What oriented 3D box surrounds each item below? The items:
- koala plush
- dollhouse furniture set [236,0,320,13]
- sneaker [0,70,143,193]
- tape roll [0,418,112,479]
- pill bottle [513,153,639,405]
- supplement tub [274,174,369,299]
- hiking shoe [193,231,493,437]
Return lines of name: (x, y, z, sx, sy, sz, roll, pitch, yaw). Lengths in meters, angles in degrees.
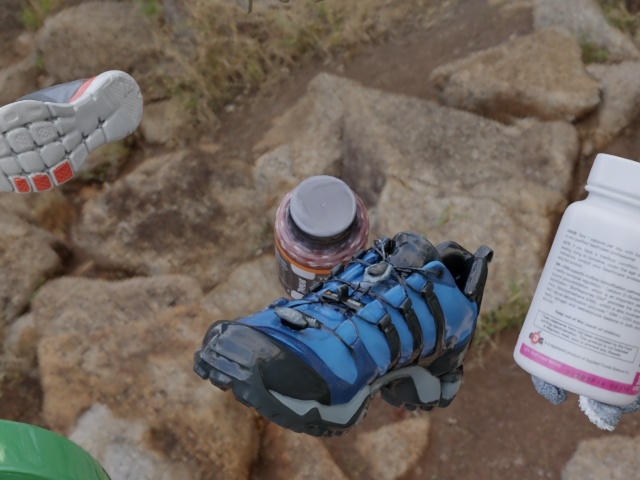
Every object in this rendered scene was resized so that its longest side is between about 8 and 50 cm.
koala plush: (0.473, 0.213, 1.675, 0.196, 0.203, 0.221, -33, 40, -2)
dollhouse furniture set: (-0.012, -0.445, 1.257, 0.262, 0.135, 0.259, -23, -39, -27)
sneaker: (-0.192, -0.073, 0.673, 0.065, 0.061, 0.158, 4, 23, 34)
tape roll: (-0.340, 0.318, 0.931, 0.321, 0.321, 0.077, -39, 35, 2)
pill bottle: (0.360, 0.046, 1.226, 0.160, 0.160, 0.283, -134, 61, -76)
supplement tub: (0.000, 0.000, 1.100, 0.106, 0.106, 0.198, -44, -15, -16)
hiking shoe: (0.023, 0.050, 0.693, 0.304, 0.113, 0.132, 3, -71, -61)
